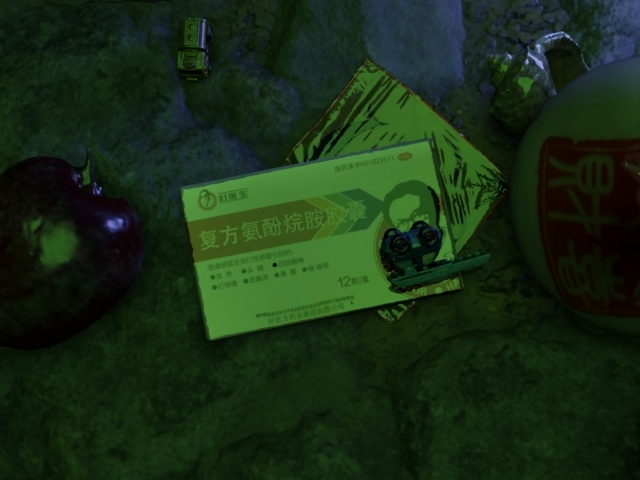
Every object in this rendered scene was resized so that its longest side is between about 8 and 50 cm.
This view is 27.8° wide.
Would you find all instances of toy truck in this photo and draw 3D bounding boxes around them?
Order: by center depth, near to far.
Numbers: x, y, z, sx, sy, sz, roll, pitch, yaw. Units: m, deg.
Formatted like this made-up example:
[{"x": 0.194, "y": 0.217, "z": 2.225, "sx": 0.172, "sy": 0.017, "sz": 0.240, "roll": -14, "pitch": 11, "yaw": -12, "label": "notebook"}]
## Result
[{"x": 0.149, "y": 0.010, "z": 1.691, "sx": 0.136, "sy": 0.063, "sz": 0.074, "roll": -16, "pitch": 102, "yaw": -3, "label": "toy truck"}, {"x": -0.179, "y": -0.268, "z": 1.812, "sx": 0.049, "sy": 0.054, "sz": 0.083, "roll": 2, "pitch": 82, "yaw": 1, "label": "toy truck"}]

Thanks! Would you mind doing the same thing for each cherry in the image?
[{"x": -0.362, "y": 0.021, "z": 1.700, "sx": 0.230, "sy": 0.203, "sz": 0.300, "roll": 35, "pitch": 97, "yaw": 4, "label": "cherry"}]

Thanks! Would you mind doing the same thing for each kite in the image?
[{"x": 0.107, "y": -0.072, "z": 1.797, "sx": 0.327, "sy": 0.013, "sz": 0.378, "roll": -2, "pitch": 82, "yaw": 1, "label": "kite"}]

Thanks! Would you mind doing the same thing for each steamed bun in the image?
[{"x": 0.410, "y": -0.037, "z": 1.606, "sx": 0.374, "sy": 0.241, "sz": 0.374, "roll": 12, "pitch": 122, "yaw": 21, "label": "steamed bun"}]

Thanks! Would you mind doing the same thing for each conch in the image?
[{"x": 0.315, "y": -0.201, "z": 1.757, "sx": 0.207, "sy": 0.130, "sz": 0.155, "roll": 33, "pitch": 97, "yaw": -10, "label": "conch"}]

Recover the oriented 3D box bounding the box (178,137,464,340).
[{"x": 0.000, "y": 0.000, "z": 1.752, "sx": 0.353, "sy": 0.069, "sz": 0.214, "roll": -11, "pitch": 83, "yaw": -3, "label": "box"}]
